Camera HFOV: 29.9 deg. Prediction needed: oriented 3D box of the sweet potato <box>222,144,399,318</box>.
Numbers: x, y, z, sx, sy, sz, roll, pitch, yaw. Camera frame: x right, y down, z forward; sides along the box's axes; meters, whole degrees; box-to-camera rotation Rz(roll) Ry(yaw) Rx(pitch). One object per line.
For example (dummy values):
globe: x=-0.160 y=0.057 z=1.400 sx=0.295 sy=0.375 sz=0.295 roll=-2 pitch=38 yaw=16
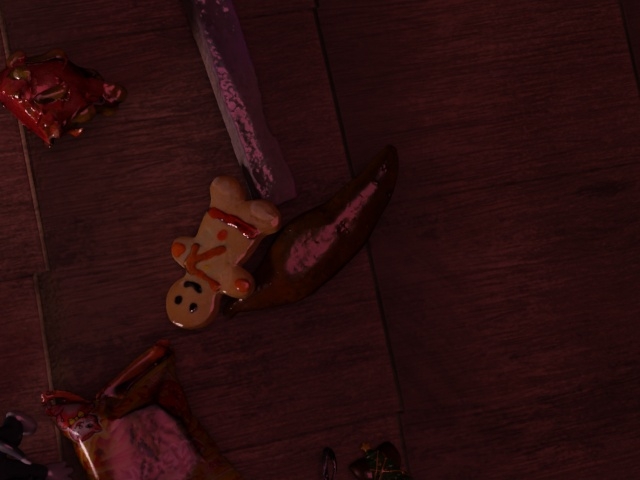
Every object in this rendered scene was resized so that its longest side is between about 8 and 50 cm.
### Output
sweet potato: x=-0.003 y=0.005 z=1.814 sx=0.359 sy=0.112 sz=0.112 roll=-39 pitch=90 yaw=-1

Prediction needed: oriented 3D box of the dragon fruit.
dragon fruit: x=-0.388 y=-0.213 z=1.777 sx=0.207 sy=0.133 sz=0.150 roll=-3 pitch=110 yaw=-25

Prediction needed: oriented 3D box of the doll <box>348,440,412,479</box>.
doll: x=0.099 y=0.352 z=1.802 sx=0.078 sy=0.076 sz=0.113 roll=-29 pitch=88 yaw=-18

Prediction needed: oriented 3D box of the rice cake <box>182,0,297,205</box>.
rice cake: x=-0.130 y=-0.238 z=1.847 sx=0.070 sy=0.064 sz=0.399 roll=-17 pitch=86 yaw=-20

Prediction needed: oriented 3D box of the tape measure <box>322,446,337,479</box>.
tape measure: x=-0.045 y=0.393 z=1.796 sx=0.107 sy=0.104 sz=0.180 roll=15 pitch=45 yaw=15

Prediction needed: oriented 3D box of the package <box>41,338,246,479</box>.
package: x=-0.246 y=0.304 z=1.731 sx=0.223 sy=0.108 sz=0.288 roll=-25 pitch=79 yaw=-18

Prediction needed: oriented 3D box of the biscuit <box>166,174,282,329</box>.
biscuit: x=-0.155 y=0.027 z=1.793 sx=0.153 sy=0.030 sz=0.234 roll=32 pitch=90 yaw=26

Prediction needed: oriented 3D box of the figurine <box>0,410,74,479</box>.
figurine: x=-0.433 y=0.342 z=1.691 sx=0.193 sy=0.140 sz=0.265 roll=-12 pitch=105 yaw=-28
